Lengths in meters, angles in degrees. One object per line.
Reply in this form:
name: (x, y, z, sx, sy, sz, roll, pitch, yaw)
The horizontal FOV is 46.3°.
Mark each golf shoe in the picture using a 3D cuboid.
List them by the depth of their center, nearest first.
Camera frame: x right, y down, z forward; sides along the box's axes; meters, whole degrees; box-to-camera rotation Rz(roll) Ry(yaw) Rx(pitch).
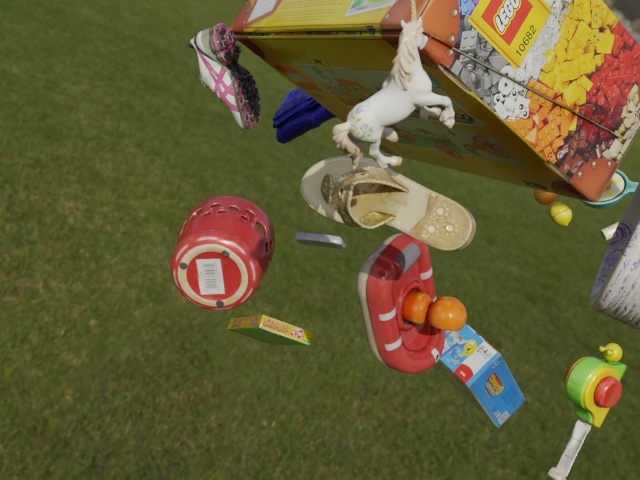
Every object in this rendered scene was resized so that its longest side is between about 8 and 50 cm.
golf shoe: (-0.166, -0.280, 1.311, 0.086, 0.186, 0.067, -11, 18, 33)

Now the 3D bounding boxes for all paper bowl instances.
paper bowl: (0.536, 0.005, 1.144, 0.148, 0.284, 0.284, 25, 18, 13)

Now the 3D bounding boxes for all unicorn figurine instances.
unicorn figurine: (0.076, -0.137, 0.717, 0.111, 0.162, 0.060, 36, 9, -45)

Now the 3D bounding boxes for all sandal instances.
sandal: (0.063, -0.052, 0.884, 0.240, 0.088, 0.079, 22, 3, 27)

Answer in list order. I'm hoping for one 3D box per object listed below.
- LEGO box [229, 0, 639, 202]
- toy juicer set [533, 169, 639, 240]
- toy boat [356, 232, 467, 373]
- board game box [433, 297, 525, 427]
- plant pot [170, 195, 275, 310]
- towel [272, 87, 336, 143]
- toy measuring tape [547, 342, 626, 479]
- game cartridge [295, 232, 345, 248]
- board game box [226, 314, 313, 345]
LEGO box: (0.149, -0.264, 1.059, 0.372, 0.193, 0.500, 33, -4, -32)
toy juicer set: (0.688, -0.112, 1.898, 0.329, 0.209, 0.089, 37, -20, 43)
toy boat: (0.157, 0.108, 1.168, 0.151, 0.231, 0.151, 14, 42, 37)
board game box: (0.256, 0.213, 1.526, 0.302, 0.086, 0.308, 44, -4, 35)
plant pot: (-0.189, 0.030, 1.454, 0.191, 0.191, 0.174, 22, 24, -9)
towel: (0.034, -0.357, 1.725, 0.076, 0.308, 0.228, 51, 33, -25)
toy measuring tape: (0.561, 0.368, 1.629, 0.121, 0.330, 0.121, 27, 1, 0)
game cartridge: (0.000, 0.000, 1.317, 0.083, 0.017, 0.056, 6, -6, 11)
board game box: (-0.122, 0.206, 1.695, 0.124, 0.039, 0.259, 22, -18, -19)
